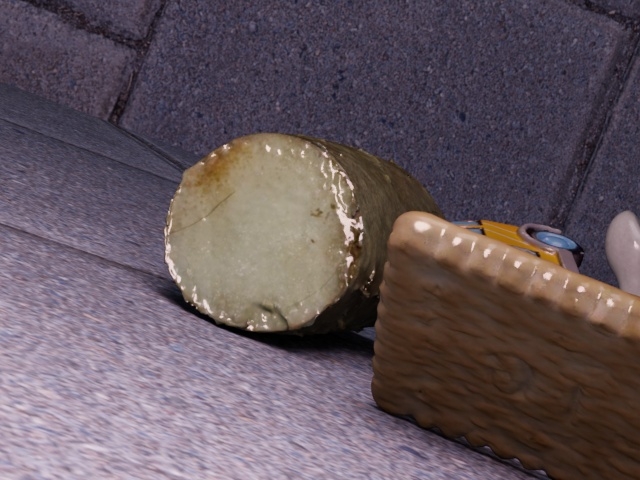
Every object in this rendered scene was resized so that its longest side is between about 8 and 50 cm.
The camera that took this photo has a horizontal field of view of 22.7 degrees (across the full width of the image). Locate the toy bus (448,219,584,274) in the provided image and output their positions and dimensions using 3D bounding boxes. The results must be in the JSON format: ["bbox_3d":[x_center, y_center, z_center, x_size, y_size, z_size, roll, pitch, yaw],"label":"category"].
[{"bbox_3d":[0.123,0.062,1.186,0.136,0.126,0.209,13,20,-5],"label":"toy bus"}]

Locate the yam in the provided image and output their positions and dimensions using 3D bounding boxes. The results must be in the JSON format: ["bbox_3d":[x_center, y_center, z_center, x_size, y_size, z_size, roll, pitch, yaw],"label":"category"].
[{"bbox_3d":[0.000,0.000,1.306,0.168,0.168,0.304,23,6,17],"label":"yam"}]

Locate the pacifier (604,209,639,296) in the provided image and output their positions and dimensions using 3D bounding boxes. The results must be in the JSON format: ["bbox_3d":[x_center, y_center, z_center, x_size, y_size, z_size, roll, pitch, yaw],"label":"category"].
[{"bbox_3d":[0.307,0.072,1.619,0.227,0.207,0.279,5,-2,18],"label":"pacifier"}]

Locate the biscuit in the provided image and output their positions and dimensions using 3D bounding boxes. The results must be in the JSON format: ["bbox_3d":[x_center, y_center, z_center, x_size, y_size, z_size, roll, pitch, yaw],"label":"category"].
[{"bbox_3d":[0.185,0.099,0.990,0.324,0.044,0.217,22,-36,14],"label":"biscuit"}]
